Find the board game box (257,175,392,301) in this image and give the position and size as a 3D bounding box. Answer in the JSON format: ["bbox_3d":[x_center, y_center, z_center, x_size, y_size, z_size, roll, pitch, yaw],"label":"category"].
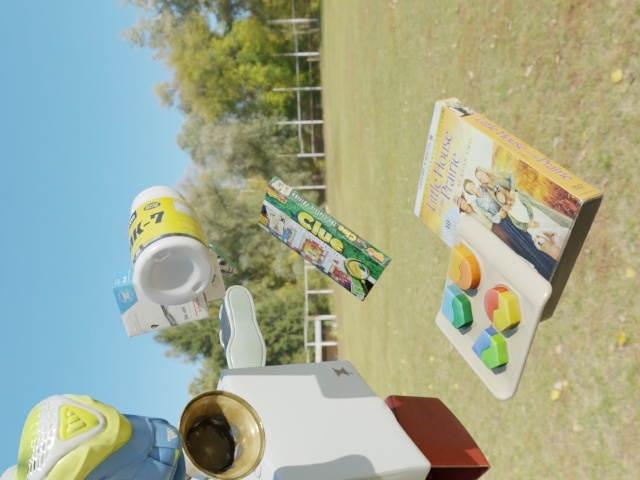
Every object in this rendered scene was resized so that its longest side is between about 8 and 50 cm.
[{"bbox_3d":[0.000,0.000,1.070,0.030,0.259,0.136,-48,-11,-37],"label":"board game box"}]

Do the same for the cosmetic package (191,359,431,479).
[{"bbox_3d":[-0.048,0.507,1.185,0.329,0.327,0.394,45,124,50],"label":"cosmetic package"}]

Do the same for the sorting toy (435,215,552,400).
[{"bbox_3d":[0.234,0.098,0.836,0.193,0.038,0.209,-125,33,-48],"label":"sorting toy"}]

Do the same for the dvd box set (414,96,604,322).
[{"bbox_3d":[0.359,-0.073,1.204,0.420,0.062,0.308,52,147,43],"label":"dvd box set"}]

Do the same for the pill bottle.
[{"bbox_3d":[-0.248,0.000,0.932,0.208,0.119,0.119,-125,27,-53],"label":"pill bottle"}]

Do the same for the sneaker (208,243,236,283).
[{"bbox_3d":[-0.255,0.065,1.288,0.083,0.098,0.224,43,176,4],"label":"sneaker"}]

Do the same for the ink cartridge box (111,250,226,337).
[{"bbox_3d":[-0.260,0.091,1.010,0.060,0.180,0.104,-122,21,-63],"label":"ink cartridge box"}]

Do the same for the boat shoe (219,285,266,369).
[{"bbox_3d":[-0.221,0.276,1.604,0.091,0.114,0.303,123,148,-47],"label":"boat shoe"}]

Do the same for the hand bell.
[{"bbox_3d":[-0.187,0.332,0.835,0.242,0.126,0.126,-52,26,37],"label":"hand bell"}]

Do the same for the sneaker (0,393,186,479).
[{"bbox_3d":[-0.178,0.205,0.441,0.240,0.126,0.091,-51,36,37],"label":"sneaker"}]

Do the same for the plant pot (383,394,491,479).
[{"bbox_3d":[0.256,0.583,1.601,0.236,0.267,0.267,-107,35,-45],"label":"plant pot"}]
